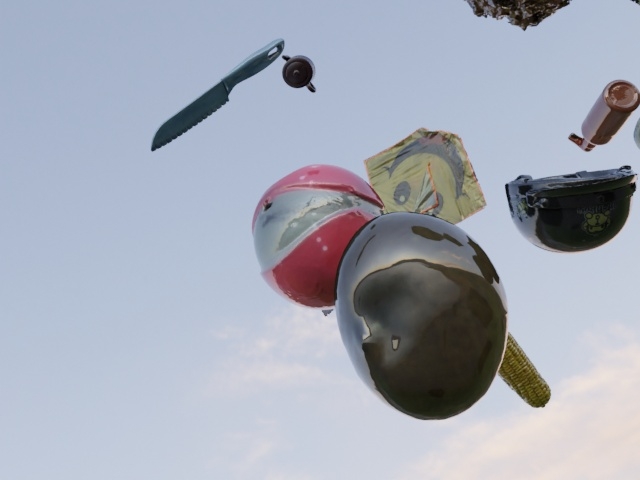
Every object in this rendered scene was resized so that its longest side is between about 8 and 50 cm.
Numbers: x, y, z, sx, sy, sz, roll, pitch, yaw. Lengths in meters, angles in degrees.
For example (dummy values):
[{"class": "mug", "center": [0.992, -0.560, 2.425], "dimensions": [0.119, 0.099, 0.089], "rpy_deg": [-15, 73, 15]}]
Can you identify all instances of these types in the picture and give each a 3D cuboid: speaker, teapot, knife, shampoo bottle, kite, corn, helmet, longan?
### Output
[{"class": "speaker", "center": [0.000, 0.000, 1.484], "dimensions": [0.294, 0.294, 0.294], "rpy_deg": [-14, -45, -14]}, {"class": "teapot", "center": [-0.044, -0.344, 1.519], "dimensions": [0.068, 0.045, 0.100], "rpy_deg": [-38, -81, 22]}, {"class": "knife", "center": [-0.161, -0.239, 1.185], "dimensions": [0.313, 0.019, 0.044], "rpy_deg": [-43, -45, -28]}, {"class": "shampoo bottle", "center": [0.635, -0.267, 1.655], "dimensions": [0.085, 0.085, 0.244], "rpy_deg": [-20, -17, -7]}, {"class": "kite", "center": [0.245, -0.124, 1.848], "dimensions": [0.013, 0.378, 0.327], "rpy_deg": [10, -81, -54]}, {"class": "corn", "center": [0.588, 0.377, 2.296], "dimensions": [0.120, 0.120, 0.363], "rpy_deg": [-38, -83, 11]}, {"class": "helmet", "center": [0.475, -0.052, 1.381], "dimensions": [0.231, 0.279, 0.160], "rpy_deg": [-6, -81, -3]}, {"class": "longan", "center": [0.162, 0.115, 1.199], "dimensions": [0.289, 0.350, 0.288], "rpy_deg": [-9, -24, -4]}]

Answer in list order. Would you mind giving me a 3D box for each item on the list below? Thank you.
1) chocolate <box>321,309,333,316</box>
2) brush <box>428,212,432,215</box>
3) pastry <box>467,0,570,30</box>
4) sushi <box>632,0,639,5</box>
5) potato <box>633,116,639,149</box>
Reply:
[{"class": "chocolate", "center": [-0.022, 0.104, 1.836], "dimensions": [0.028, 0.182, 0.086], "rpy_deg": [-30, 0, 23]}, {"class": "brush", "center": [0.258, -0.030, 1.808], "dimensions": [0.013, 0.016, 0.083], "rpy_deg": [24, -92, -11]}, {"class": "pastry", "center": [0.344, -0.505, 1.268], "dimensions": [0.275, 0.193, 0.274], "rpy_deg": [4, -73, 12]}, {"class": "sushi", "center": [0.622, -0.561, 1.409], "dimensions": [0.210, 0.040, 0.192], "rpy_deg": [23, -58, -4]}, {"class": "potato", "center": [0.694, -0.184, 1.343], "dimensions": [0.148, 0.228, 0.197], "rpy_deg": [-60, -15, -22]}]
